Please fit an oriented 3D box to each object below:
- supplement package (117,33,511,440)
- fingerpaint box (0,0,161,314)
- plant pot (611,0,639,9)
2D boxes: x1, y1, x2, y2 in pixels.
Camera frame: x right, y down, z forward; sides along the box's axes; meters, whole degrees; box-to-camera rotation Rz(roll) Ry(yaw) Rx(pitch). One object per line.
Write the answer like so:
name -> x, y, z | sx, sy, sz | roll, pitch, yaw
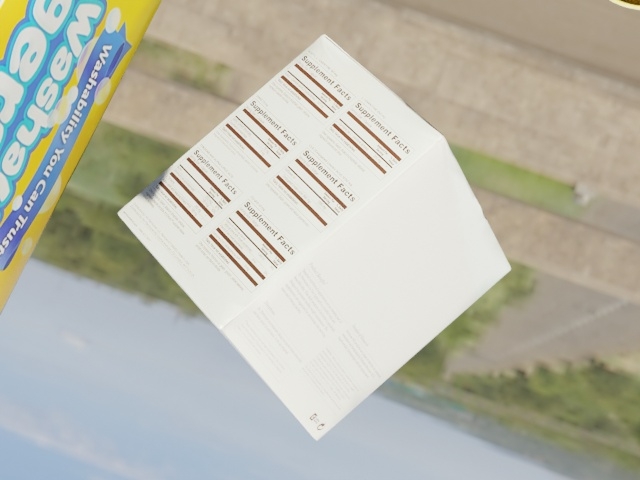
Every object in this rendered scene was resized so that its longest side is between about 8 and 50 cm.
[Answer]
supplement package -> 0.000, 0.000, 1.202 | 0.149, 0.203, 0.194 | 45, 174, 36
fingerpaint box -> -0.200, -0.176, 0.631 | 0.163, 0.445, 0.371 | 21, 168, 24
plant pot -> 0.282, -0.247, 1.323 | 0.134, 0.134, 0.095 | 19, -175, 23
